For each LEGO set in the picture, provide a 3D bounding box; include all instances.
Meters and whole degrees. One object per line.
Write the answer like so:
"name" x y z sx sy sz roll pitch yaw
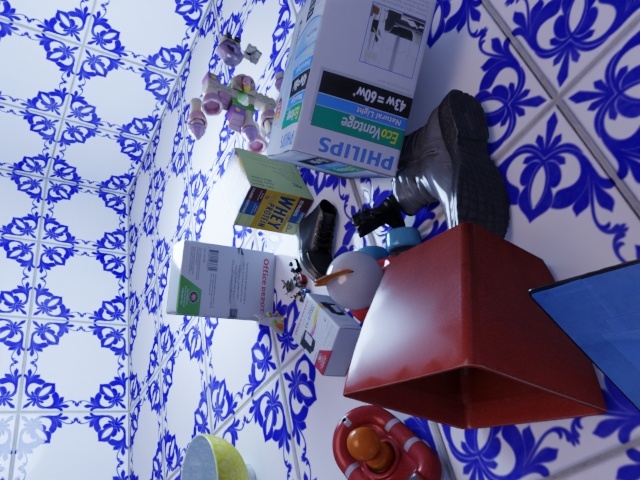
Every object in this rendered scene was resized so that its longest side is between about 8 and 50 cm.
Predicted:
"LEGO set" -0.082 0.137 1.510 0.054 0.023 0.083 -53 53 39

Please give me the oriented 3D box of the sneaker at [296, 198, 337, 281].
"sneaker" 0.000 0.000 1.356 0.118 0.083 0.222 -53 39 35

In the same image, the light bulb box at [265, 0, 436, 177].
"light bulb box" 0.045 -0.335 1.181 0.358 0.225 0.362 -157 80 -75

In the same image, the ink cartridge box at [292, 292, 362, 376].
"ink cartridge box" 0.012 0.222 1.277 0.175 0.072 0.128 39 114 55

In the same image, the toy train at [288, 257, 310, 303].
"toy train" -0.053 0.110 1.464 0.036 0.027 0.158 -46 43 26

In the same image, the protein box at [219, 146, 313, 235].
"protein box" -0.160 -0.140 1.544 0.136 0.199 0.201 -60 37 28

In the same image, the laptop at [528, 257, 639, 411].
"laptop" 0.436 0.208 0.448 0.382 0.236 0.409 -29 56 52

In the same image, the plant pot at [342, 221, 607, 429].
"plant pot" 0.221 0.131 0.817 0.267 0.267 0.236 -33 42 49

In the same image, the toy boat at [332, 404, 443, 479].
"toy boat" 0.101 0.388 0.977 0.151 0.151 0.231 -46 33 -9

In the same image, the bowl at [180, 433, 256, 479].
"bowl" -0.275 0.697 1.511 0.289 0.155 0.290 -25 59 52

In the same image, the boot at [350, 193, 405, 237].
"boot" 0.119 -0.036 1.098 0.099 0.121 0.045 -32 57 0

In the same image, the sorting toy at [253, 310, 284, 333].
"sorting toy" -0.150 0.228 1.534 0.083 0.075 0.045 33 109 56

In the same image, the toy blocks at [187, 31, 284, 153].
"toy blocks" -0.240 -0.408 1.681 0.309 0.288 0.260 -48 39 35

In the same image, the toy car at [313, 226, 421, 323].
"toy car" 0.078 0.089 1.056 0.210 0.237 0.220 -33 53 50

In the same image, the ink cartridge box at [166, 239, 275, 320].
"ink cartridge box" -0.291 0.127 1.591 0.121 0.288 0.211 -18 65 58

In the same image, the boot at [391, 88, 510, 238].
"boot" 0.229 -0.092 1.019 0.222 0.118 0.339 -41 41 54
